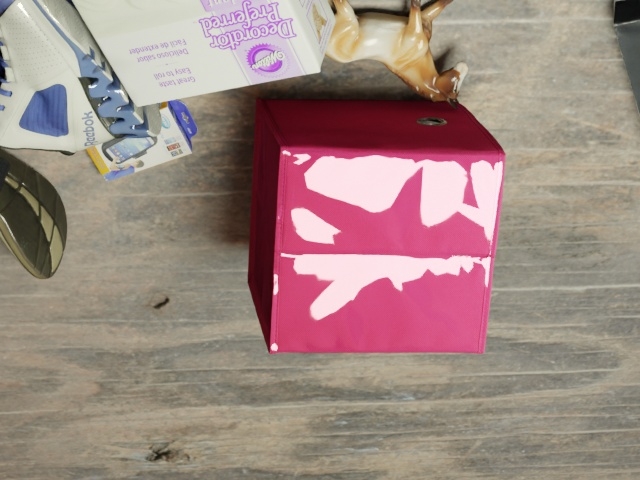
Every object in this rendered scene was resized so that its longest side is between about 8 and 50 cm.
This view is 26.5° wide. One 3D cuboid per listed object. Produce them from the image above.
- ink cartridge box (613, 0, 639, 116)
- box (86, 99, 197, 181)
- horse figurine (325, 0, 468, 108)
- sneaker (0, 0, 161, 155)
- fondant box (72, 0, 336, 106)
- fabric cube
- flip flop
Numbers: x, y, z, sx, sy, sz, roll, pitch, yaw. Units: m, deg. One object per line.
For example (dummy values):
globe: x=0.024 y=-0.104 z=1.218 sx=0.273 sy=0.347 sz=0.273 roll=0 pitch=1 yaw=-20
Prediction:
ink cartridge box: x=0.484 y=-0.180 z=1.708 sx=0.165 sy=0.065 sz=0.333 roll=-9 pitch=137 yaw=23
box: x=-0.224 y=-0.128 z=1.703 sx=0.136 sy=0.028 sz=0.081 roll=-17 pitch=133 yaw=10
horse figurine: x=0.063 y=-0.259 z=1.596 sx=0.263 sy=0.066 sz=0.174 roll=7 pitch=127 yaw=-16
sneaker: x=-0.334 y=-0.196 z=1.553 sx=0.182 sy=0.127 sz=0.315 roll=-25 pitch=133 yaw=12
fondant box: x=-0.155 y=-0.310 z=1.445 sx=0.238 sy=0.096 sz=0.330 roll=-8 pitch=135 yaw=23
fabric cube: x=0.056 y=-0.024 z=1.642 sx=0.258 sy=0.254 sz=0.259 roll=1 pitch=109 yaw=-9
flip flop: x=-0.418 y=-0.054 z=1.702 sx=0.080 sy=0.112 sz=0.277 roll=-7 pitch=143 yaw=36
